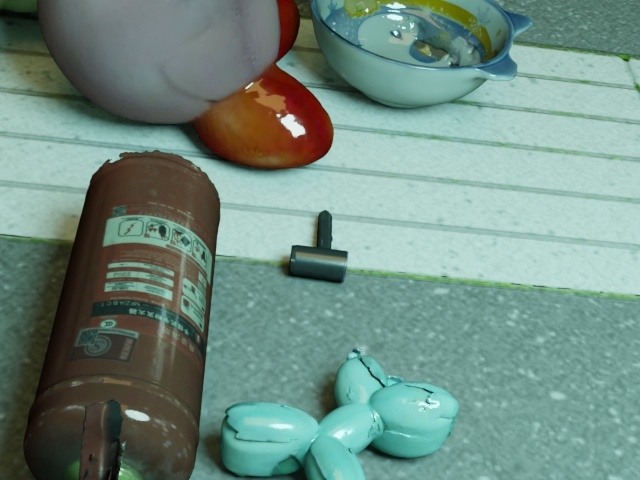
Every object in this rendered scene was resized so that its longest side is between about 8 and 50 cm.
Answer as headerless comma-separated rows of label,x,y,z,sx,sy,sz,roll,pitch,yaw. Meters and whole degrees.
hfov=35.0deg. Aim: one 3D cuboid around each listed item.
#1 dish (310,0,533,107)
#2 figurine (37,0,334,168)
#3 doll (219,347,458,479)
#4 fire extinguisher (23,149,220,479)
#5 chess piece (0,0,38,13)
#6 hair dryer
dish,0.095,-0.193,1.022,0.227,0.086,0.236,-8,45,-22
figurine,-0.137,-0.199,0.907,0.211,0.261,0.270,-21,45,6
doll,0.018,0.137,0.661,0.158,0.059,0.159,-7,43,-17
fire extinguisher,-0.123,0.066,0.643,0.106,0.147,0.337,4,41,-5
chess piece,-0.183,-0.360,1.067,0.442,0.234,0.234,-11,46,-29
hair dryer,0.000,0.000,0.835,0.047,0.026,0.083,9,38,-3
